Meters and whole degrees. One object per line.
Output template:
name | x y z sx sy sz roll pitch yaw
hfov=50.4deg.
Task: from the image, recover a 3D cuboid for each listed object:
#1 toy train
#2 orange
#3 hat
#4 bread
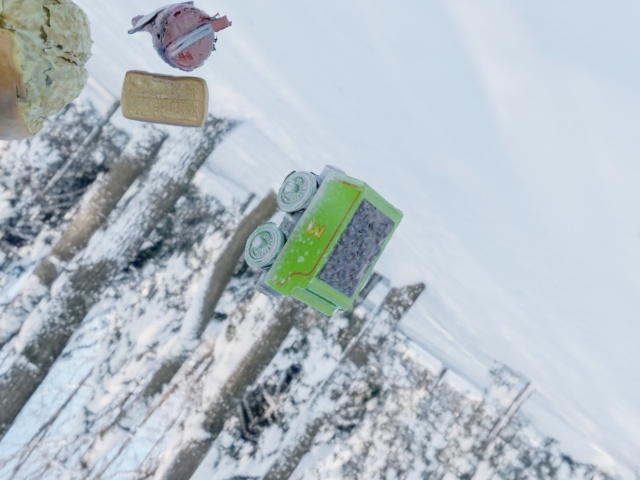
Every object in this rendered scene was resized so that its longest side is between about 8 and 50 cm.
toy train | 0.000 0.000 1.377 0.249 0.307 0.173 27 175 47
orange | -0.264 -0.160 0.555 0.157 0.156 0.134 37 175 -19
hat | -0.297 -0.417 1.325 0.227 0.140 0.129 32 173 39
bread | -0.351 -0.321 1.548 0.201 0.115 0.077 7 -171 0
